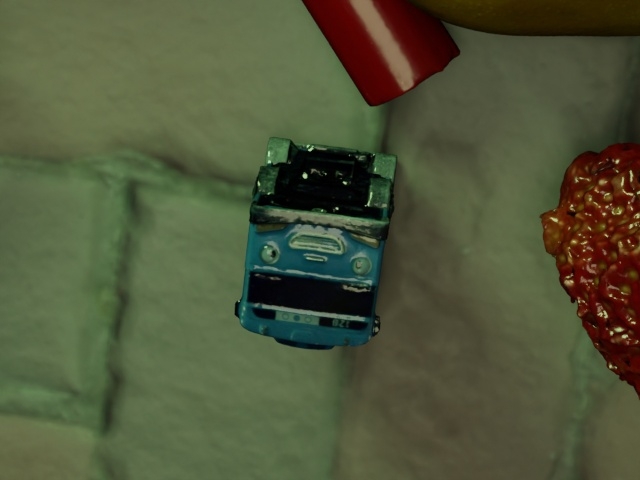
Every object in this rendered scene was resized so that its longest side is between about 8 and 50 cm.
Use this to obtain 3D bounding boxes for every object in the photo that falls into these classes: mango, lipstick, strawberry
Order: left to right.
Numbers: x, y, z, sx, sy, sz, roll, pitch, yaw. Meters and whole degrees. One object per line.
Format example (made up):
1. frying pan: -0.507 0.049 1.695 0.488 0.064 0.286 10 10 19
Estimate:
1. lipstick: -0.013 -0.218 1.207 0.073 0.073 0.279 -32 100 9
2. mango: 0.141 -0.172 1.175 0.227 0.136 0.099 9 96 -11
3. strawberry: 0.236 0.015 1.202 0.201 0.184 0.187 30 123 22

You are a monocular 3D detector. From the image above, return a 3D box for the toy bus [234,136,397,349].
1. toy bus: 0.000 0.000 1.196 0.090 0.184 0.106 9 105 1
